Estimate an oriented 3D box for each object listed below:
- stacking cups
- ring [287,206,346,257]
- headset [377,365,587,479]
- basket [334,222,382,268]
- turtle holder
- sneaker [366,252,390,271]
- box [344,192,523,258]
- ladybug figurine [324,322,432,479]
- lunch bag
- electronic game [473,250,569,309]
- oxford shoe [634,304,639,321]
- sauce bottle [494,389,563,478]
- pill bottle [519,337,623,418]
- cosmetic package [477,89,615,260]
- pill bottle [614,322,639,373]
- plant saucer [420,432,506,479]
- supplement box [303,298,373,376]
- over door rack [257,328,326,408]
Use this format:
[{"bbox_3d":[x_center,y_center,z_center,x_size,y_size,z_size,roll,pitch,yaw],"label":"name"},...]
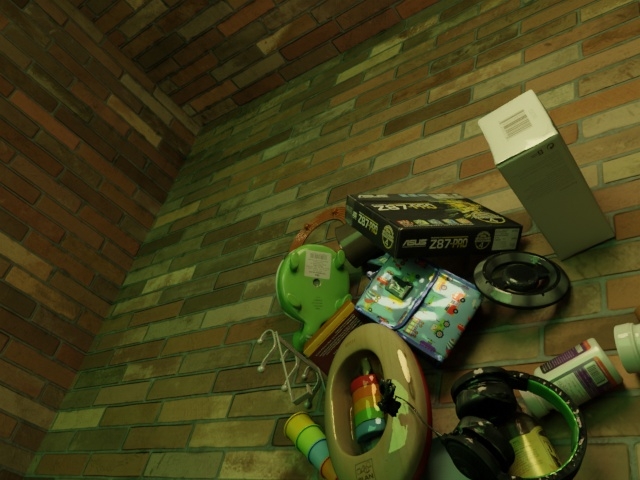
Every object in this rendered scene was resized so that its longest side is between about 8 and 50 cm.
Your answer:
[{"bbox_3d":[0.009,0.578,1.555,0.096,0.096,0.316,-50,33,-6],"label":"stacking cups"},{"bbox_3d":[0.000,0.000,2.236,0.337,0.032,0.336,-28,37,24],"label":"ring"},{"bbox_3d":[0.316,0.351,1.165,0.395,0.185,0.243,3,46,20],"label":"headset"},{"bbox_3d":[0.184,-0.031,1.964,0.227,0.154,0.204,-31,10,12],"label":"basket"},{"bbox_3d":[-0.025,0.178,1.928,0.244,0.320,0.227,-22,-4,-22],"label":"turtle holder"},{"bbox_3d":[0.218,0.070,1.907,0.144,0.053,0.059,-2,53,36],"label":"sneaker"},{"bbox_3d":[0.310,-0.049,1.657,0.318,0.395,0.097,-139,51,-61],"label":"box"},{"bbox_3d":[0.149,0.417,1.413,0.305,0.162,0.449,-37,40,35],"label":"ladybug figurine"},{"bbox_3d":[0.251,0.163,1.563,0.293,0.138,0.221,32,77,15],"label":"lunch bag"},{"bbox_3d":[0.506,0.097,1.487,0.230,0.048,0.229,-4,34,3],"label":"electronic game"},{"bbox_3d":[0.768,0.105,1.254,0.212,0.076,0.076,-38,23,11],"label":"oxford shoe"},{"bbox_3d":[0.431,0.444,1.224,0.111,0.111,0.344,-35,36,16],"label":"sauce bottle"},{"bbox_3d":[0.533,0.303,1.265,0.194,0.108,0.108,-35,35,16],"label":"pill bottle"},{"bbox_3d":[0.565,-0.155,1.467,0.156,0.385,0.217,-29,35,23],"label":"cosmetic package"},{"bbox_3d":[0.722,0.192,1.150,0.246,0.136,0.136,-20,41,34],"label":"pill bottle"},{"bbox_3d":[0.279,0.580,1.281,0.318,0.044,0.317,-35,32,26],"label":"plant saucer"},{"bbox_3d":[0.086,0.302,1.641,0.191,0.194,0.129,-46,0,-1],"label":"supplement box"},{"bbox_3d":[-0.057,0.417,1.667,0.108,0.239,0.324,-44,33,0],"label":"over door rack"}]
